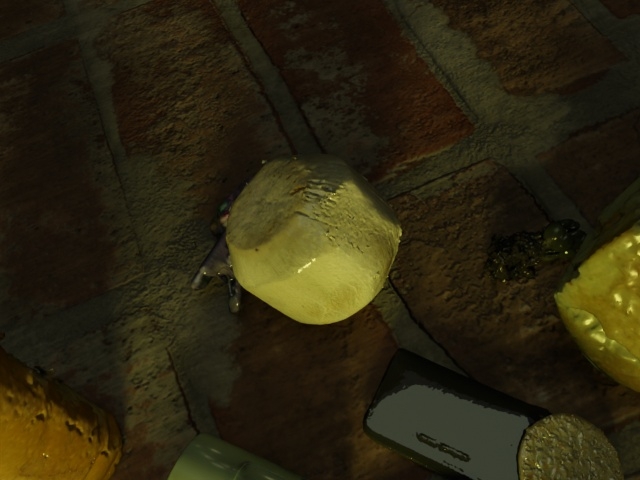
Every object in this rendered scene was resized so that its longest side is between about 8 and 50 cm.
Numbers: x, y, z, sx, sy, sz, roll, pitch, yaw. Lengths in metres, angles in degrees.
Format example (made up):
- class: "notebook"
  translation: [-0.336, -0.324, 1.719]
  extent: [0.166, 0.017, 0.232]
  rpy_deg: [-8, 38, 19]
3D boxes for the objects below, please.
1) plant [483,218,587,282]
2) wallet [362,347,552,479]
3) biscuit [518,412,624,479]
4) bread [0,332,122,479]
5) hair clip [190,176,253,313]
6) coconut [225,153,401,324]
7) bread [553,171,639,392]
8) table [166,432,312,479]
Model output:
- class: "plant"
  translation: [0.341, 0.012, 1.050]
  extent: [0.174, 0.087, 0.085]
  rpy_deg: [-20, 88, 1]
- class: "wallet"
  translation: [0.192, 0.261, 0.934]
  extent: [0.250, 0.044, 0.149]
  rpy_deg: [23, 68, 20]
- class: "biscuit"
  translation: [0.332, 0.306, 0.877]
  extent: [0.152, 0.020, 0.152]
  rpy_deg: [3, 72, -9]
- class: "bread"
  translation: [-0.424, 0.242, 0.835]
  extent: [0.236, 0.375, 0.165]
  rpy_deg: [-18, 60, 1]
- class: "hair clip"
  translation: [-0.144, -0.020, 1.114]
  extent: [0.090, 0.137, 0.278]
  rpy_deg: [22, 58, -21]
- class: "coconut"
  translation: [0.000, 0.000, 1.006]
  extent: [0.245, 0.247, 0.245]
  rpy_deg: [-26, 47, 31]
- class: "bread"
  translation: [0.487, 0.025, 0.910]
  extent: [0.239, 0.264, 0.395]
  rpy_deg: [42, 52, 8]
- class: "table"
  translation: [-0.083, 0.353, 0.866]
  extent: [0.220, 0.126, 0.126]
  rpy_deg: [18, 63, 19]
